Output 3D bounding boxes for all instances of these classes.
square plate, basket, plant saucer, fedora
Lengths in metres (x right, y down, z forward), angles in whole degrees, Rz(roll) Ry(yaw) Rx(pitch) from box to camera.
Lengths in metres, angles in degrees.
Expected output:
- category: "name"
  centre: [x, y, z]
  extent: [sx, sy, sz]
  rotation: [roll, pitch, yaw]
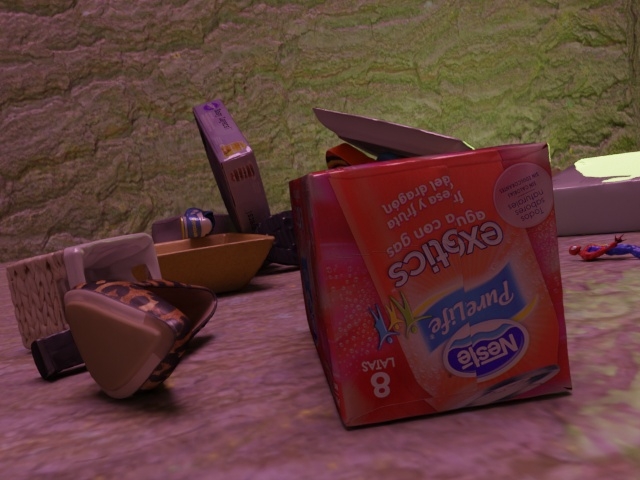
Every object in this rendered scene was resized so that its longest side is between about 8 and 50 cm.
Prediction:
- category: "square plate"
  centre: [0.197, -0.202, 1.479]
  extent: [0.344, 0.049, 0.347]
  rotation: [18, 3, 29]
- category: "basket"
  centre: [-0.273, 0.060, 0.797]
  extent: [0.103, 0.113, 0.167]
  rotation: [-11, 4, 16]
- category: "plant saucer"
  centre: [-0.267, 0.051, 1.095]
  extent: [0.333, 0.081, 0.333]
  rotation: [-10, 5, -19]
- category: "fedora"
  centre: [-0.278, 0.000, 1.482]
  extent: [0.275, 0.124, 0.244]
  rotation: [-7, 4, 4]

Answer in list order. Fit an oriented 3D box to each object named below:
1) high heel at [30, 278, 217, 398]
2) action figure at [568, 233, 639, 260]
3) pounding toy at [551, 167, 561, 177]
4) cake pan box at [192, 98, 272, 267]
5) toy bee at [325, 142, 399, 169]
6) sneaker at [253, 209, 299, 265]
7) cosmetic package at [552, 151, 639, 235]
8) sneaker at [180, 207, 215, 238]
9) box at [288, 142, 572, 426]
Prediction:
- category: "high heel"
  centre: [-0.123, 0.060, 0.577]
  extent: [0.186, 0.093, 0.261]
  rotation: [-19, 2, -39]
- category: "action figure"
  centre: [0.375, 0.010, 0.849]
  extent: [0.115, 0.030, 0.038]
  rotation: [-7, 9, 37]
- category: "pounding toy"
  centre: [0.602, -0.137, 2.021]
  extent: [0.181, 0.094, 0.206]
  rotation: [-14, -4, -13]
- category: "cake pan box"
  centre: [-0.162, -0.108, 1.304]
  extent: [0.070, 0.266, 0.245]
  rotation: [-20, 38, -9]
- category: "toy bee"
  centre: [0.120, -0.095, 1.424]
  extent: [0.195, 0.162, 0.298]
  rotation: [-15, 31, -13]
- category: "sneaker"
  centre: [0.000, 0.000, 1.286]
  extent: [0.319, 0.112, 0.131]
  rotation: [-6, -13, -32]
- category: "cosmetic package"
  centre: [0.588, -0.100, 1.250]
  extent: [0.284, 0.097, 0.377]
  rotation: [-2, 13, 37]
- category: "sneaker"
  centre: [-0.223, -0.032, 1.241]
  extent: [0.059, 0.053, 0.144]
  rotation: [-8, 13, -2]
- category: "box"
  centre: [0.058, 0.016, 0.521]
  extent: [0.142, 0.154, 0.300]
  rotation: [-8, 6, -4]
